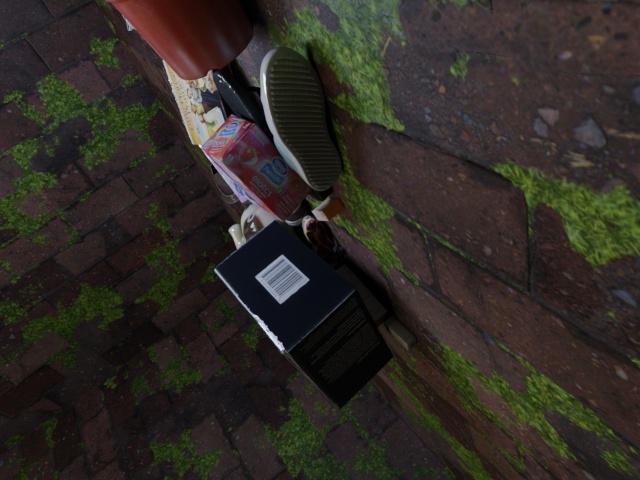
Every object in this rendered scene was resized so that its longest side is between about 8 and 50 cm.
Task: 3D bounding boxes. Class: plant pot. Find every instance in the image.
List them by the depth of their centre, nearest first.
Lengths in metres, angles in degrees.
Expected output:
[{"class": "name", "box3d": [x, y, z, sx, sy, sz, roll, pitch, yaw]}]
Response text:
[{"class": "plant pot", "box3d": [-0.285, -0.494, 0.941, 0.272, 0.272, 0.265, 40, 171, 45]}]

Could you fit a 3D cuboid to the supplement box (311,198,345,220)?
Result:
[{"class": "supplement box", "box3d": [0.022, -0.087, 1.329, 0.036, 0.062, 0.098, 55, 168, -14]}]

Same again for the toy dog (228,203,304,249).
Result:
[{"class": "toy dog", "box3d": [-0.204, 0.010, 1.922, 0.395, 0.285, 0.407, 43, 162, 29]}]

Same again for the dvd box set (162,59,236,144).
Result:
[{"class": "dvd box set", "box3d": [-0.368, -0.452, 1.474, 0.421, 0.062, 0.307, 21, 131, 55]}]

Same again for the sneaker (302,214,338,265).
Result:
[{"class": "sneaker", "box3d": [0.000, 0.000, 1.635, 0.092, 0.088, 0.225, 57, 171, 53]}]

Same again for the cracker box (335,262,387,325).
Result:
[{"class": "cracker box", "box3d": [0.140, 0.207, 1.689, 0.232, 0.067, 0.155, 49, 168, 19]}]

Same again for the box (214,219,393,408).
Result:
[{"class": "box", "box3d": [-0.053, 0.258, 1.637, 0.480, 0.297, 0.471, 39, 164, 42]}]

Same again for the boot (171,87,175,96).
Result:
[{"class": "boot", "box3d": [-0.496, -0.525, 1.917, 0.284, 0.109, 0.220, 27, 158, 47]}]

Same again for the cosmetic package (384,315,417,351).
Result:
[{"class": "cosmetic package", "box3d": [0.269, 0.312, 1.564, 0.115, 0.041, 0.060, 44, 165, 37]}]

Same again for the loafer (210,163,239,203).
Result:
[{"class": "loafer", "box3d": [-0.496, -0.309, 2.421, 0.366, 0.134, 0.130, 40, 162, 44]}]

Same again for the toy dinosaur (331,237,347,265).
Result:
[{"class": "toy dinosaur", "box3d": [0.071, 0.041, 1.604, 0.082, 0.047, 0.090, 62, -159, -69]}]

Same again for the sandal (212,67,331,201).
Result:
[{"class": "sandal", "box3d": [-0.107, -0.284, 1.222, 0.445, 0.107, 0.168, 46, 172, -35]}]

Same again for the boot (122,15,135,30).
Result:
[{"class": "boot", "box3d": [-0.634, -0.780, 1.671, 0.095, 0.123, 0.258, 43, 164, 39]}]

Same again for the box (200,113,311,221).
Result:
[{"class": "box", "box3d": [-0.157, -0.179, 1.178, 0.128, 0.122, 0.257, 34, 170, 47]}]

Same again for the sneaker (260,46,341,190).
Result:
[{"class": "sneaker", "box3d": [-0.069, -0.262, 1.021, 0.150, 0.135, 0.365, 40, 161, 35]}]

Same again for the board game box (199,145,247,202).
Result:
[{"class": "board game box", "box3d": [-0.378, -0.298, 2.012, 0.317, 0.066, 0.319, 53, -177, 0]}]

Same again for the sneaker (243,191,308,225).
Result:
[{"class": "sneaker", "box3d": [-0.177, -0.177, 1.669, 0.321, 0.126, 0.127, 31, 161, 33]}]
